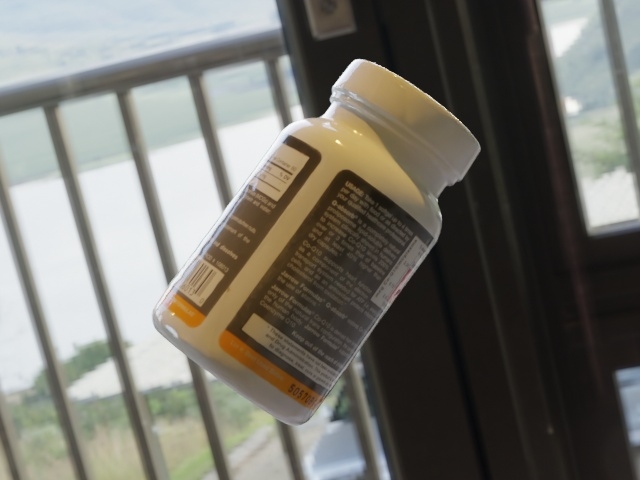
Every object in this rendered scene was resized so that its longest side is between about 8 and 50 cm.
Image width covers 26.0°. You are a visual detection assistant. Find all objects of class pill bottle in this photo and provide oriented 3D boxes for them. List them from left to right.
[{"bbox_3d":[0.000,0.000,1.143,0.278,0.162,0.162,-54,17,-4],"label":"pill bottle"}]
